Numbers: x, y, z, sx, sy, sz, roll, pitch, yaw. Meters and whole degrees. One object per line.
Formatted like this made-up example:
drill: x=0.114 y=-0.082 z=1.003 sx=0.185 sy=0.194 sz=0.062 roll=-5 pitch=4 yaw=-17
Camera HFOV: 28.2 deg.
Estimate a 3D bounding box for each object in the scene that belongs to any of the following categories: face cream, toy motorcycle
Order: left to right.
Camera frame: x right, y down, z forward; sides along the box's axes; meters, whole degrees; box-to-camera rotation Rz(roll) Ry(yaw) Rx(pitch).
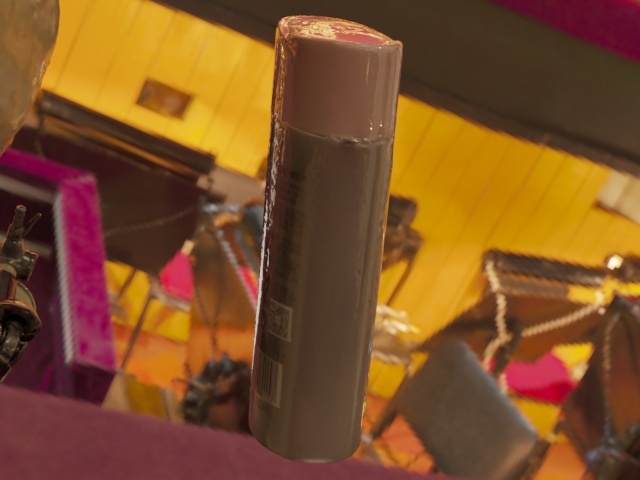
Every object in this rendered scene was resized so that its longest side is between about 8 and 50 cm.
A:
toy motorcycle: x=-0.314 y=0.081 z=1.061 sx=0.091 sy=0.263 sz=0.157 roll=41 pitch=42 yaw=-31
face cream: x=0.000 y=0.000 z=0.791 sx=0.073 sy=0.269 sz=0.107 roll=-5 pitch=20 yaw=-27

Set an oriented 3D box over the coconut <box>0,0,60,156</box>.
coconut: x=-0.343 y=-0.172 z=0.664 sx=0.415 sy=0.345 sz=0.415 roll=16 pitch=-12 yaw=3
